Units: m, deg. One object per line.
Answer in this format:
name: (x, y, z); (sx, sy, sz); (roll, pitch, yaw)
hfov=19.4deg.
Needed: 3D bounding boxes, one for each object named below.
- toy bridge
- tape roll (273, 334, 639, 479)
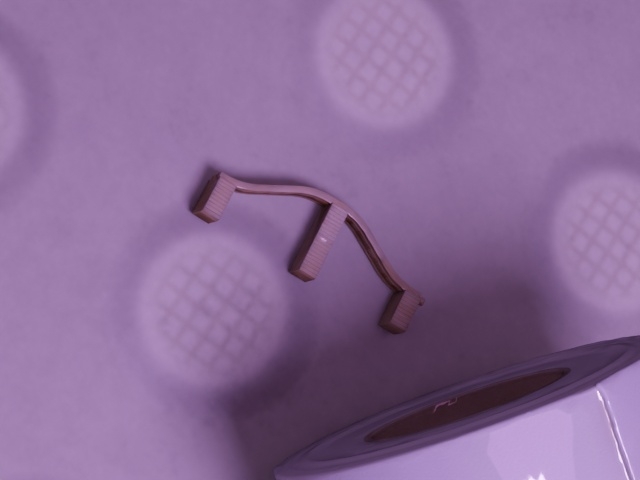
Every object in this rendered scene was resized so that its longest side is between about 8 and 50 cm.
toy bridge: (0.000, 0.000, 1.382); (0.188, 0.026, 0.063); (31, 73, -16)
tape roll: (0.116, 0.155, 1.271); (0.286, 0.286, 0.100); (-19, 90, -22)
